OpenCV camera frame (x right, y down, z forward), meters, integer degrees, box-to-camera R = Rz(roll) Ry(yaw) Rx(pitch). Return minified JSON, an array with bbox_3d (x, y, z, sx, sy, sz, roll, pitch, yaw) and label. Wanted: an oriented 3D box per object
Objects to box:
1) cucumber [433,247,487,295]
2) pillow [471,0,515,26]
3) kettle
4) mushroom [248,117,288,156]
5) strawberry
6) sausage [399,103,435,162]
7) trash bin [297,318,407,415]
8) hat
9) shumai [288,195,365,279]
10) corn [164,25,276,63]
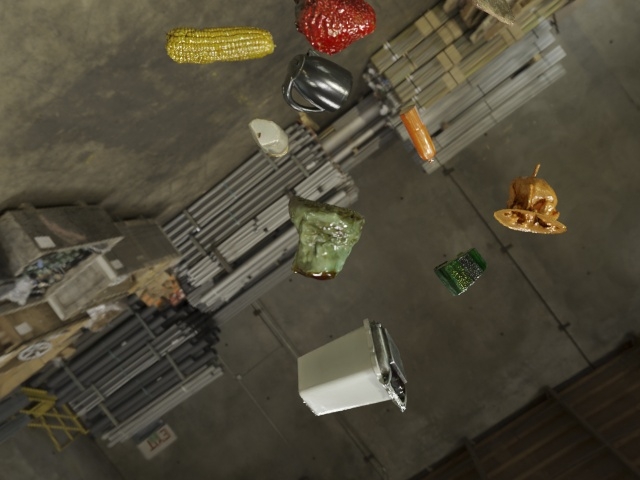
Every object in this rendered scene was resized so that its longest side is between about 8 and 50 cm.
[{"bbox_3d":[0.559,0.118,1.797,0.191,0.130,0.191,-40,178,-1],"label":"cucumber"},{"bbox_3d":[0.474,-0.680,1.265,0.211,0.135,0.034,0,154,-38],"label":"pillow"},{"bbox_3d":[-0.035,-0.715,2.065,0.268,0.290,0.207,-60,-142,18],"label":"kettle"},{"bbox_3d":[-0.155,-0.324,1.443,0.108,0.096,0.247,0,-179,9],"label":"mushroom"},{"bbox_3d":[0.047,-0.826,1.650,0.257,0.261,0.261,-20,-168,39],"label":"strawberry"},{"bbox_3d":[0.502,-0.527,2.267,0.093,0.312,0.093,-27,-154,14],"label":"sausage"},{"bbox_3d":[0.113,0.498,1.647,0.367,0.256,0.296,-23,-143,11],"label":"trash bin"},{"bbox_3d":[0.771,-0.168,1.609,0.233,0.244,0.233,40,64,-66],"label":"hat"},{"bbox_3d":[0.000,0.000,1.865,0.397,0.324,0.323,-109,-149,-84],"label":"shumai"},{"bbox_3d":[-0.283,-0.557,1.272,0.313,0.102,0.102,-4,-179,-1],"label":"corn"}]
